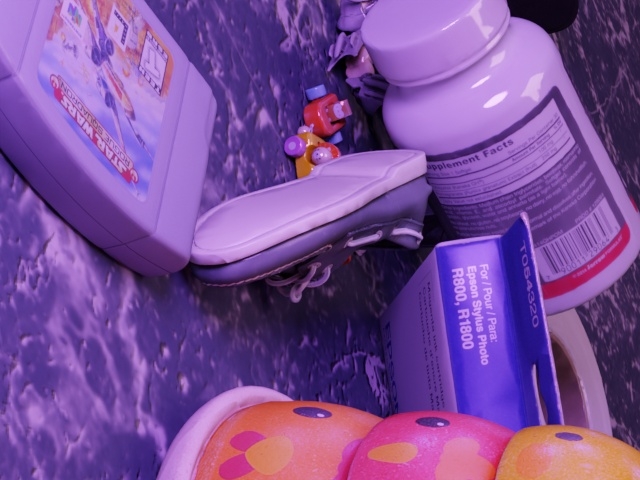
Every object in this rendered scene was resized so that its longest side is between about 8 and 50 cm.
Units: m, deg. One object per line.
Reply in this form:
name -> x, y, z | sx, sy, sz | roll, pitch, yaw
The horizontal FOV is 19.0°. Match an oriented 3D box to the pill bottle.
pill bottle -> 0.165, -0.096, 1.786 | 0.318, 0.176, 0.176 | 58, 29, -30

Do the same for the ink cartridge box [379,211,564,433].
ink cartridge box -> 0.129, 0.176, 1.635 | 0.330, 0.071, 0.324 | 115, -31, -71

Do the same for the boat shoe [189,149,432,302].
boat shoe -> 0.000, 0.000, 1.603 | 0.319, 0.116, 0.099 | -27, 115, -56

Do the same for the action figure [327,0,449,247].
action figure -> 0.096, -0.141, 1.921 | 0.285, 0.099, 0.185 | 61, 40, -17

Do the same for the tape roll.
tape roll -> 0.207, 0.174, 1.966 | 0.286, 0.100, 0.286 | 42, 40, -49

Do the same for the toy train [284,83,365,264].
toy train -> 0.020, -0.063, 1.774 | 0.125, 0.046, 0.166 | -30, 102, -65

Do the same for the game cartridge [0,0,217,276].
game cartridge -> -0.173, -0.117, 1.392 | 0.297, 0.062, 0.198 | 52, 29, -40

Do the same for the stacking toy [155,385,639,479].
stacking toy -> 0.148, 0.233, 1.348 | 0.350, 0.480, 0.350 | 44, 38, -49

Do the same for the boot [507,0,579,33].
boot -> 0.245, -0.432, 2.461 | 0.264, 0.096, 0.280 | 45, 30, -35
